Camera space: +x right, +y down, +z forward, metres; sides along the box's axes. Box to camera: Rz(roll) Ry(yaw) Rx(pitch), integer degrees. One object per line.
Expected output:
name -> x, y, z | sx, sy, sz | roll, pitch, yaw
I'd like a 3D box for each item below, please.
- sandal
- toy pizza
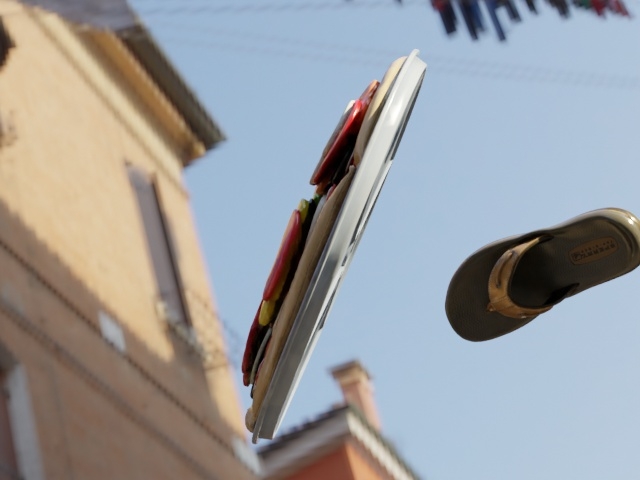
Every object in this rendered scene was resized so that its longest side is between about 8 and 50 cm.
sandal -> 0.203, 0.038, 1.571 | 0.219, 0.090, 0.060 | -22, 14, 32
toy pizza -> 0.000, 0.000, 0.800 | 0.032, 0.201, 0.201 | 22, -37, 3
